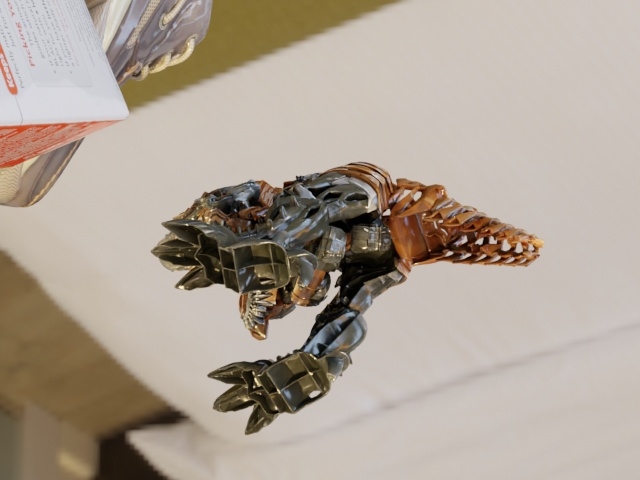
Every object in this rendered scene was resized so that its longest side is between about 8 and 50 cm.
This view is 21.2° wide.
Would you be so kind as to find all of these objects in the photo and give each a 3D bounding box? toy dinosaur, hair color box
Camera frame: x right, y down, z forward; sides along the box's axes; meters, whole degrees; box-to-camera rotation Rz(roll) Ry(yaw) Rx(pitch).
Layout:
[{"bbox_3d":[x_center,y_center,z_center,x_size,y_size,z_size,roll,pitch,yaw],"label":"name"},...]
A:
[{"bbox_3d":[0.000,0.000,1.226,0.322,0.218,0.164,-27,101,45],"label":"toy dinosaur"},{"bbox_3d":[-0.125,-0.069,0.523,0.053,0.093,0.167,-22,179,14],"label":"hair color box"}]

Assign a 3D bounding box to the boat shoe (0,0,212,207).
[{"bbox_3d":[-0.137,-0.173,1.231,0.132,0.355,0.130,23,173,44],"label":"boat shoe"}]
